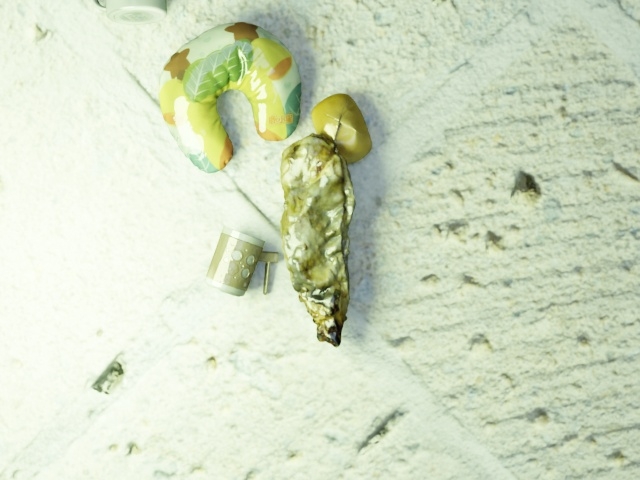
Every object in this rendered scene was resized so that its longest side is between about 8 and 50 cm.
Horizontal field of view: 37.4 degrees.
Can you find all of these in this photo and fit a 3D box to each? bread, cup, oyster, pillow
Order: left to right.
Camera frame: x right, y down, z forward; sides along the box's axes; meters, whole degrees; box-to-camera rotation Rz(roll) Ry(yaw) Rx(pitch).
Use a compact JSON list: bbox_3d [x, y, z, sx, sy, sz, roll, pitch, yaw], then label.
[{"bbox_3d":[-0.311,-0.424,1.545,0.099,0.136,0.133,-4,87,-33],"label":"cup"},{"bbox_3d":[-0.145,-0.238,1.534,0.233,0.086,0.214,-24,97,-2],"label":"pillow"},{"bbox_3d":[-0.130,0.039,1.528,0.074,0.102,0.099,20,89,41],"label":"cup"},{"bbox_3d":[-0.003,0.000,1.501,0.128,0.078,0.345,-6,87,20],"label":"oyster"},{"bbox_3d":[0.034,-0.181,1.532,0.082,0.056,0.115,-19,87,0],"label":"bread"}]
